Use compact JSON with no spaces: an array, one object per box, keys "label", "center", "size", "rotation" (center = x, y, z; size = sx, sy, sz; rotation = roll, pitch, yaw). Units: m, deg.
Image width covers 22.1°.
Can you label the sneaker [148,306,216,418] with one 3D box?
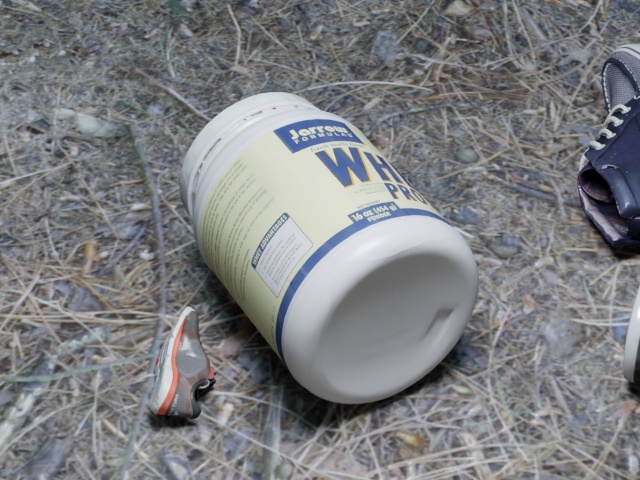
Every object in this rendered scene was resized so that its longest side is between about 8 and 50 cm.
[{"label":"sneaker","center":[-0.148,0.143,1.829],"size":[0.065,0.061,0.158],"rotation":[22,42,-12]}]

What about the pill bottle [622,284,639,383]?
[{"label":"pill bottle","center":[0.438,0.114,1.755],"size":[0.208,0.119,0.119],"rotation":[11,43,16]}]

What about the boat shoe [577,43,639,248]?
[{"label":"boat shoe","center":[0.378,-0.123,2.019],"size":[0.158,0.127,0.340],"rotation":[-6,41,-14]}]

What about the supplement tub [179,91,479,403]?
[{"label":"supplement tub","center":[0.000,0.000,1.829],"size":[0.235,0.235,0.325],"rotation":[-22,45,-20]}]
